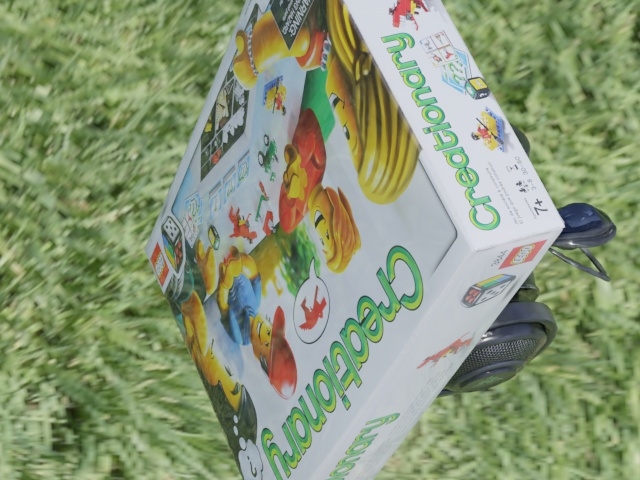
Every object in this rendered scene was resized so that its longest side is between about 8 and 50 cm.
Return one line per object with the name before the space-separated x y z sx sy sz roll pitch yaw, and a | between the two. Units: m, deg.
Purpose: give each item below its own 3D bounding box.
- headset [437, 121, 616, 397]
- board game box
headset | 0.084 0.007 1.348 0.185 0.394 0.243 -9 90 -28
board game box | 0.000 0.000 0.856 0.053 0.305 0.193 -13 63 -27
